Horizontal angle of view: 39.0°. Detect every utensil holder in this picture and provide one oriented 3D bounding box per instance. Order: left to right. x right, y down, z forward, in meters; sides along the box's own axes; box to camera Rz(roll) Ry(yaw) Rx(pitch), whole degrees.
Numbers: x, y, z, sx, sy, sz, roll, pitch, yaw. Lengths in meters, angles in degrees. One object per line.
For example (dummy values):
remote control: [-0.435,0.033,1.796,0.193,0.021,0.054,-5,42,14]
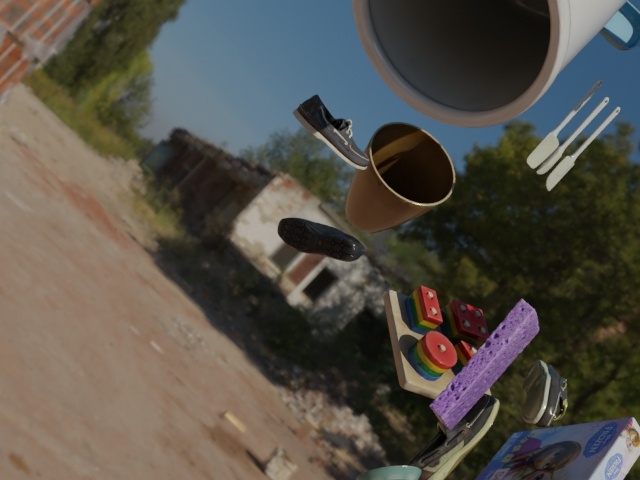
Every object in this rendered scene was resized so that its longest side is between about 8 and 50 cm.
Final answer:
utensil holder: [0.287,-0.399,1.357,0.327,0.385,0.328,24,-45,27]

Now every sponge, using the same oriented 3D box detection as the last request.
sponge: [0.246,0.188,1.346,0.031,0.210,0.117,40,-5,25]

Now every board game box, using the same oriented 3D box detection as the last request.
board game box: [0.432,0.478,1.772,0.318,0.318,0.066,-24,-80,50]

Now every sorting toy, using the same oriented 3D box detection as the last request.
sorting toy: [0.283,0.232,2.011,0.257,0.089,0.255,22,40,-29]

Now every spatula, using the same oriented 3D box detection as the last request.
spatula: [0.559,-0.232,1.989,0.168,0.242,0.019,37,7,-47]

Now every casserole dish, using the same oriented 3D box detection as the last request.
casserole dish: [0.682,-0.520,2.115,0.188,0.114,0.037,42,-22,-3]

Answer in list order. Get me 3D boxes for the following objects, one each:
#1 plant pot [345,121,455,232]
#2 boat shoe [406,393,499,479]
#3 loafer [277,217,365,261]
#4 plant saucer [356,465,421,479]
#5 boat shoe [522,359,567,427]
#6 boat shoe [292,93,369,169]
plant pot: [0.169,-0.130,2.270,0.237,0.237,0.254,44,-39,0]
boat shoe: [0.256,0.377,1.747,0.073,0.223,0.080,42,-8,-5]
loafer: [0.000,0.000,2.091,0.223,0.076,0.078,19,8,30]
plant saucer: [0.125,0.434,1.630,0.119,0.119,0.021,49,29,-55]
boat shoe: [0.402,0.275,1.591,0.068,0.081,0.228,32,17,4]
boat shoe: [0.037,-0.208,1.756,0.206,0.065,0.075,35,15,-36]
